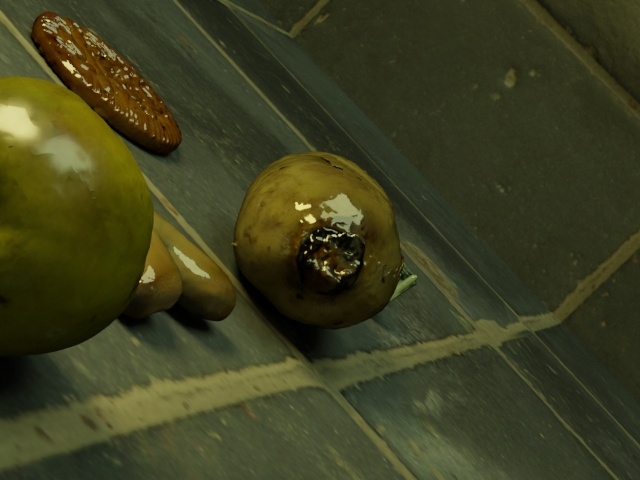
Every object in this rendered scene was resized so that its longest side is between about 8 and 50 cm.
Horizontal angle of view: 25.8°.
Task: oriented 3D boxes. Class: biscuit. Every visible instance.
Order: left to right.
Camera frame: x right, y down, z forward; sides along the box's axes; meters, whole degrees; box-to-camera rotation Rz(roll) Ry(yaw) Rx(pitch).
[{"bbox_3d":[-0.208,-0.157,1.382,0.188,0.027,0.188,44,11,-10],"label":"biscuit"},{"bbox_3d":[-0.156,-0.023,1.045,0.208,0.047,0.164,48,11,18],"label":"biscuit"}]

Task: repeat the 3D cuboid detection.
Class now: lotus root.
[{"bbox_3d":[0.000,0.000,1.282,0.160,0.146,0.284,24,7,-6],"label":"lotus root"}]

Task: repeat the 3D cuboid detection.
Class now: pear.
[{"bbox_3d":[-0.160,-0.012,0.740,0.149,0.149,0.162,47,11,9],"label":"pear"}]

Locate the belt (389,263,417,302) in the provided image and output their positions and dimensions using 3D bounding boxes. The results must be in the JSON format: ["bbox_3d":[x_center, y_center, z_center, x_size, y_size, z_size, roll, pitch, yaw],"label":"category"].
[{"bbox_3d":[0.022,-0.013,1.556,0.148,0.082,0.163,50,4,-31],"label":"belt"}]
